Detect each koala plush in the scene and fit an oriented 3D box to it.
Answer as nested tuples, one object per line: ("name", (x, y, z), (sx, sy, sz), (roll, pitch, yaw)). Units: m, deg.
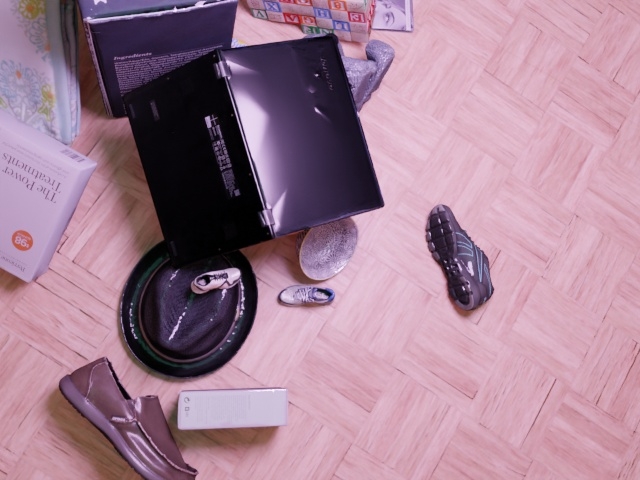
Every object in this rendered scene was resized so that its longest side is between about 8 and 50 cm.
("koala plush", (0.024, -0.415, 1.649), (0.221, 0.203, 0.196), (37, 44, 10))

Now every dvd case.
("dvd case", (0.134, -0.628, 1.784), (0.221, 0.018, 0.164), (1, 79, -10))

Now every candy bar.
("candy bar", (-0.163, -0.462, 1.698), (0.161, 0.018, 0.040), (27, 76, -5))

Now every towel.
("towel", (-0.670, -0.384, 1.432), (0.321, 0.090, 0.374), (11, 119, 3))

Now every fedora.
("fedora", (-0.286, 0.134, 1.493), (0.334, 0.152, 0.334), (2, 79, -10))

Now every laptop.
("laptop", (-0.140, -0.185, 1.426), (0.408, 0.236, 0.382), (-17, 89, 28))

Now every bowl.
("bowl", (0.000, 0.000, 1.594), (0.170, 0.080, 0.170), (-20, 126, -29))

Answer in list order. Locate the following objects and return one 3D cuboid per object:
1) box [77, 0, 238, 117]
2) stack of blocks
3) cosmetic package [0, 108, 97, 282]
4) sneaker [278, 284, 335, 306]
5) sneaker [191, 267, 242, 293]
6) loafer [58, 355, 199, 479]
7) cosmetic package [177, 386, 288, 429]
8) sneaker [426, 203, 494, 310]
("box", (-0.382, -0.582, 1.448), (0.297, 0.472, 0.479), (-13, 83, -12))
("stack of blocks", (-0.023, -0.584, 1.666), (0.297, 0.171, 0.087), (11, 76, 11))
("cosmetic package", (-0.707, -0.127, 1.437), (0.377, 0.097, 0.284), (29, 107, -3))
("sneaker", (-0.029, 0.124, 1.589), (0.135, 0.058, 0.052), (-3, 80, -10))
("sneaker", (-0.213, 0.082, 1.418), (0.109, 0.044, 0.040), (-18, 75, -20))
("loafer", (-0.382, 0.384, 1.436), (0.366, 0.134, 0.130), (44, 76, 0))
("cosmetic package", (-0.190, 0.364, 1.486), (0.231, 0.117, 0.085), (2, 80, -9))
("sneaker", (0.341, 0.036, 1.669), (0.106, 0.101, 0.267), (-15, 83, -32))
